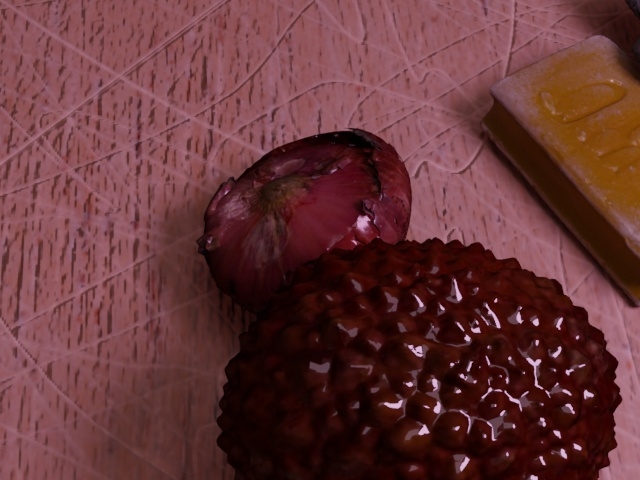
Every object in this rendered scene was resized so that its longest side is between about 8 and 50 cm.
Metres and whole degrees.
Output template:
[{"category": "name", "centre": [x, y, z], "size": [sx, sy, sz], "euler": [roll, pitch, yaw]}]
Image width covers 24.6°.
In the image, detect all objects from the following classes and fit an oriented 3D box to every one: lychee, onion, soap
[{"category": "lychee", "centre": [0.061, 0.122, 1.024], "size": [0.264, 0.300, 0.264], "euler": [17, 66, -43]}, {"category": "onion", "centre": [0.000, 0.000, 1.182], "size": [0.184, 0.147, 0.184], "euler": [-29, 31, 19]}, {"category": "soap", "centre": [0.264, -0.066, 1.291], "size": [0.140, 0.073, 0.232], "euler": [-27, 62, -20]}]

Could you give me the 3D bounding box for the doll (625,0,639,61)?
[{"category": "doll", "centre": [0.399, -0.178, 1.317], "size": [0.246, 0.158, 0.340], "euler": [-6, 60, -31]}]
